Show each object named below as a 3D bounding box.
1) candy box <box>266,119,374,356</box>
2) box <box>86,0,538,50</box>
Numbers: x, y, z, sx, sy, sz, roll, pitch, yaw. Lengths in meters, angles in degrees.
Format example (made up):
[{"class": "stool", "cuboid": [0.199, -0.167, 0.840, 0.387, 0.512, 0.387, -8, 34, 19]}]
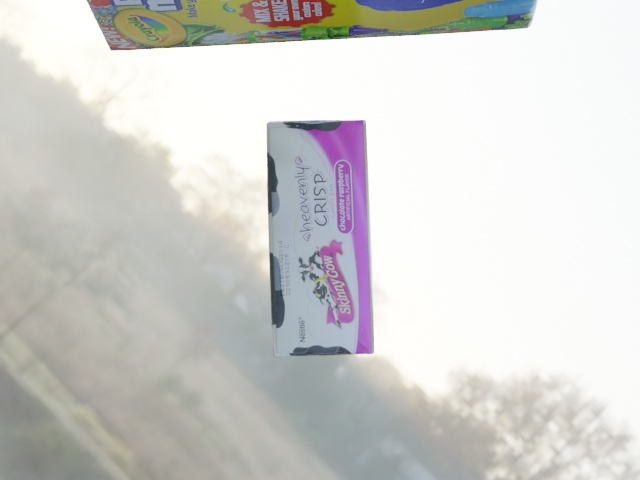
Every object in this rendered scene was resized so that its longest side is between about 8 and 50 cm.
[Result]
[{"class": "candy box", "cuboid": [0.000, 0.000, 1.149, 0.233, 0.071, 0.159, 18, 70, -89]}, {"class": "box", "cuboid": [-0.009, -0.244, 0.900, 0.290, 0.279, 0.177, 78, 10, -77]}]
